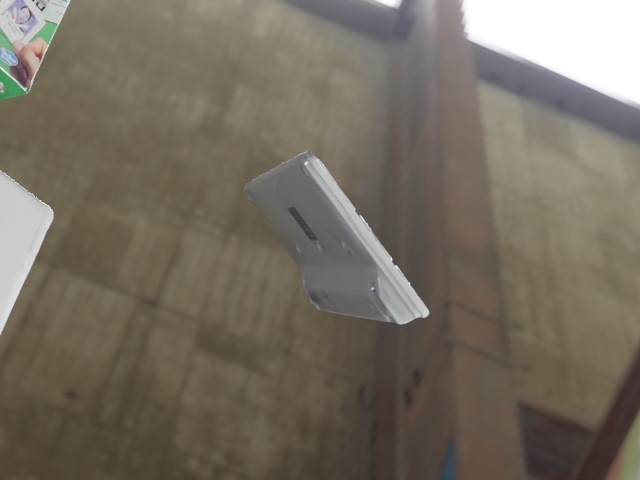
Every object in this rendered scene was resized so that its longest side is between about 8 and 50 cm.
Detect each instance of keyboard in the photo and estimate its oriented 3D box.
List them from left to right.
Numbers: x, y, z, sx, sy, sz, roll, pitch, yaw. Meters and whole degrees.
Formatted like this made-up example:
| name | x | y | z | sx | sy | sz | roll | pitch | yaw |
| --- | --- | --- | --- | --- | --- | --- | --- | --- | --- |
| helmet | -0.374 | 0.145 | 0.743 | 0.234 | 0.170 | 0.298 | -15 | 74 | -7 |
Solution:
| name | x | y | z | sx | sy | sz | roll | pitch | yaw |
| --- | --- | --- | --- | --- | --- | --- | --- | --- | --- |
| keyboard | 0.000 | 0.000 | 0.770 | 0.072 | 0.014 | 0.256 | 59 | 173 | -3 |

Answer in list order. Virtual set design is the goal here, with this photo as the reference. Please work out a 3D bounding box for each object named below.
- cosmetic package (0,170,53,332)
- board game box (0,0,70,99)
| name | x | y | z | sx | sy | sz | roll | pitch | yaw |
| --- | --- | --- | --- | --- | --- | --- | --- | --- | --- |
| cosmetic package | -0.395 | -0.055 | 0.959 | 0.453 | 0.230 | 0.161 | 40 | -129 | -27 |
| board game box | -0.299 | -0.283 | 1.374 | 0.046 | 0.213 | 0.317 | -8 | 140 | 41 |
